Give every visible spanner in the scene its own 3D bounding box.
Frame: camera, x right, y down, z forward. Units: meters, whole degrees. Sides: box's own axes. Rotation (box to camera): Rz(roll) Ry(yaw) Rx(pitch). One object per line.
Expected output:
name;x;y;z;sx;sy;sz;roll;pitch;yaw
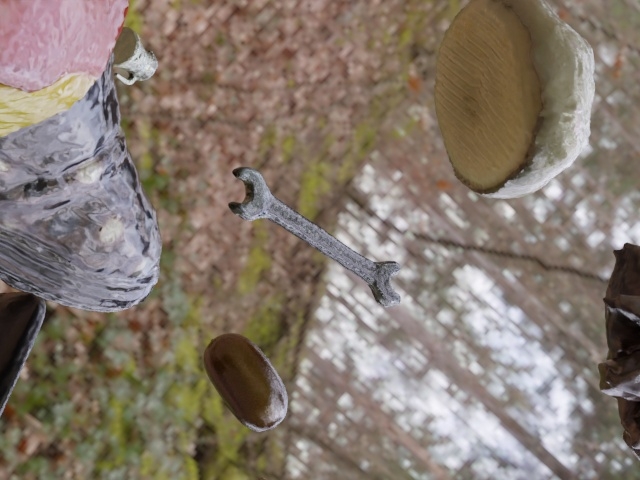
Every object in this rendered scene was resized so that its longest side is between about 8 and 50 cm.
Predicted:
spanner;0.000;0.000;1.471;0.015;0.254;0.054;-11;-124;45

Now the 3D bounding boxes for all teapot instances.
teapot;-0.256;-0.245;1.941;0.057;0.083;0.067;20;-96;25

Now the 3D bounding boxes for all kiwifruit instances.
kiwifruit;-0.085;0.160;1.631;0.075;0.124;0.075;-36;169;-8

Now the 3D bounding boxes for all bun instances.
bun;0.259;-0.188;1.854;0.287;0.146;0.287;16;-73;62

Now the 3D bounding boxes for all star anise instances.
star anise;0.415;0.159;1.711;0.139;0.316;0.359;-1;180;22

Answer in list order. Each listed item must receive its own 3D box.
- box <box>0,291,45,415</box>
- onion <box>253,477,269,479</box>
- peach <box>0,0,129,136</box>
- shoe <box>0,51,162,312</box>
box;-0.385;0.142;1.500;0.212;0.042;0.201;-6;-124;42
onion;-0.027;0.401;1.979;0.159;0.195;0.159;-37;167;-10
peach;-0.286;-0.200;0.890;0.242;0.306;0.380;-25;-131;34
shoe;-0.260;-0.094;1.285;0.237;0.384;0.171;-53;-139;9
